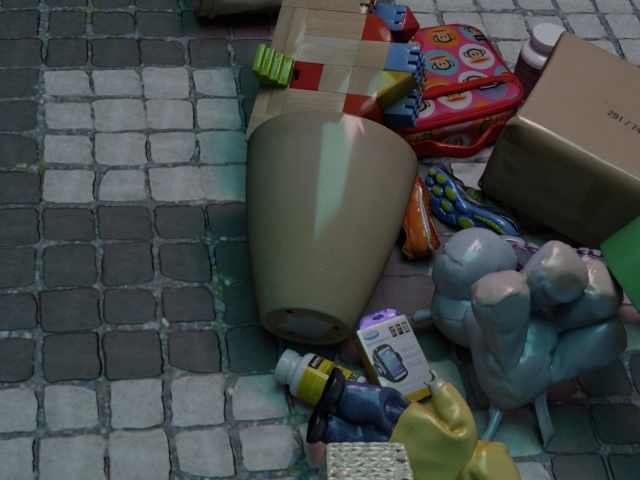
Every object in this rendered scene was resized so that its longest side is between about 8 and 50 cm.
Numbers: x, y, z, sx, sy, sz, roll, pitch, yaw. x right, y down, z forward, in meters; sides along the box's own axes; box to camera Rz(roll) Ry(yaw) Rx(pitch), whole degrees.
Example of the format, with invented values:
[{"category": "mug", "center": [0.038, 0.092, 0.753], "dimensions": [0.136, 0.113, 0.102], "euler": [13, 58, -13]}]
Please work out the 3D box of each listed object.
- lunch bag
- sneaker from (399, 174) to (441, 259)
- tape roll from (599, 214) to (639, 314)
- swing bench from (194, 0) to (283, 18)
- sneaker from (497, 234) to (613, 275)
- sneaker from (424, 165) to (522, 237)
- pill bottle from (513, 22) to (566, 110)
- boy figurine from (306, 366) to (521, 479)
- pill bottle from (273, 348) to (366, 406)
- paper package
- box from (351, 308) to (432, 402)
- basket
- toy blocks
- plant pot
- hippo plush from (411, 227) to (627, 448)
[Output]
[{"category": "lunch bag", "center": [0.188, -0.240, 1.957], "dimensions": [0.293, 0.120, 0.258], "euler": [-15, 55, -19]}, {"category": "sneaker", "center": [0.141, -0.048, 1.795], "dimensions": [0.067, 0.064, 0.175], "euler": [-21, 45, 19]}, {"category": "tape roll", "center": [0.507, 0.112, 1.559], "dimensions": [0.077, 0.321, 0.321], "euler": [-38, 51, 15]}, {"category": "swing bench", "center": [-0.112, -0.513, 2.130], "dimensions": [0.253, 0.165, 0.255], "euler": [-4, 53, -13]}, {"category": "sneaker", "center": [0.349, 0.061, 1.720], "dimensions": [0.223, 0.083, 0.098], "euler": [9, 42, 13]}, {"category": "sneaker", "center": [0.241, -0.053, 1.830], "dimensions": [0.188, 0.067, 0.078], "euler": [38, 31, 26]}, {"category": "pill bottle", "center": [0.386, -0.302, 2.015], "dimensions": [0.086, 0.152, 0.086], "euler": [5, 47, -5]}, {"category": "boy figurine", "center": [0.132, 0.252, 1.462], "dimensions": [0.285, 0.177, 0.092], "euler": [20, 8, -2]}, {"category": "pill bottle", "center": [-0.002, 0.191, 1.548], "dimensions": [0.116, 0.065, 0.065], "euler": [23, 48, 12]}, {"category": "paper package", "center": [0.461, -0.144, 1.833], "dimensions": [0.325, 0.168, 0.309], "euler": [28, 46, 7]}, {"category": "box", "center": [0.101, 0.164, 1.589], "dimensions": [0.081, 0.028, 0.136], "euler": [-17, 70, -24]}, {"category": "basket", "center": [0.048, 0.327, 1.365], "dimensions": [0.113, 0.167, 0.103], "euler": [2, 41, -9]}, {"category": "toy blocks", "center": [0.048, -0.252, 1.806], "dimensions": [0.261, 0.191, 0.381], "euler": [8, 72, 16]}, {"category": "plant pot", "center": [0.000, 0.000, 1.632], "dimensions": [0.256, 0.256, 0.274], "euler": [9, 63, -1]}, {"category": "hippo plush", "center": [0.270, 0.103, 1.591], "dimensions": [0.234, 0.294, 0.236], "euler": [-10, 27, -17]}]
